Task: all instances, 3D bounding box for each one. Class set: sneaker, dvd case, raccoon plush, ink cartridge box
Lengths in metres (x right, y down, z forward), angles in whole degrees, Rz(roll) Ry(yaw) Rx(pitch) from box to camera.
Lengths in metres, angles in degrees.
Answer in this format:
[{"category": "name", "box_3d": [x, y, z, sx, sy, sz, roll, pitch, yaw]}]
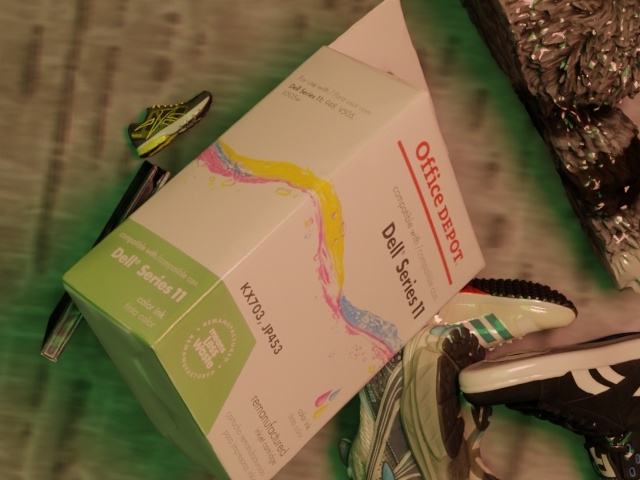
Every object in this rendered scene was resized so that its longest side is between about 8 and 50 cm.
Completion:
[{"category": "sneaker", "box_3d": [-0.132, -0.107, 1.349, 0.083, 0.031, 0.035, -37, 86, 1]}, {"category": "sneaker", "box_3d": [0.082, 0.204, 1.303, 0.122, 0.110, 0.283, 4, 102, 37]}, {"category": "dvd case", "box_3d": [-0.173, 0.010, 1.252, 0.018, 0.221, 0.165, 32, 89, -9]}, {"category": "raccoon plush", "box_3d": [0.279, -0.220, 1.276, 0.299, 0.216, 0.446, -27, 115, 1]}, {"category": "sneaker", "box_3d": [0.212, 0.144, 1.254, 0.216, 0.079, 0.121, -7, 90, -31]}, {"category": "sneaker", "box_3d": [0.135, 0.074, 1.323, 0.161, 0.057, 0.075, 3, 104, 2]}, {"category": "ink cartridge box", "box_3d": [0.000, 0.000, 1.198, 0.353, 0.207, 0.119, -44, 48, -19]}]
